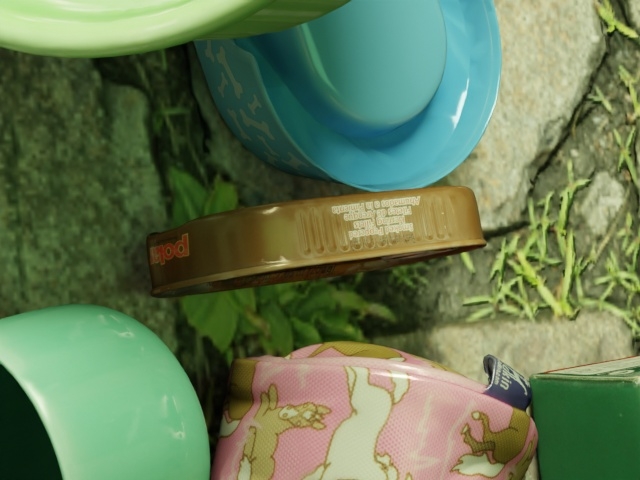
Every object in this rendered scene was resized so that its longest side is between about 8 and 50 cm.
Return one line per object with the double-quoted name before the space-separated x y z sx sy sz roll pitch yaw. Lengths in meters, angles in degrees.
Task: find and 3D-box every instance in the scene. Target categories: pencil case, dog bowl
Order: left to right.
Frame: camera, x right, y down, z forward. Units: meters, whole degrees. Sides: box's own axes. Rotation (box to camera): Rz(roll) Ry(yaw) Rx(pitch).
"dog bowl" -0.009 -0.166 0.839 0.166 0.074 0.297 -24 99 -35
"pencil case" 0.011 0.245 0.765 0.160 0.167 0.386 45 53 -70

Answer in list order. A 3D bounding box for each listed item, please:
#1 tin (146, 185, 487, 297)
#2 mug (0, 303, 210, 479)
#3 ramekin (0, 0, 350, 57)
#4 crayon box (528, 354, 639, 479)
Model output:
"tin" 0.000 0.000 0.808 0.189 0.106 0.040 -6 89 -36
"mug" -0.119 0.100 0.713 0.097 0.158 0.129 -16 73 -44
"ramekin" -0.066 -0.225 0.668 0.148 0.303 0.304 -8 90 -69
"crayon box" 0.311 0.218 1.011 0.362 0.106 0.313 -5 90 -35
